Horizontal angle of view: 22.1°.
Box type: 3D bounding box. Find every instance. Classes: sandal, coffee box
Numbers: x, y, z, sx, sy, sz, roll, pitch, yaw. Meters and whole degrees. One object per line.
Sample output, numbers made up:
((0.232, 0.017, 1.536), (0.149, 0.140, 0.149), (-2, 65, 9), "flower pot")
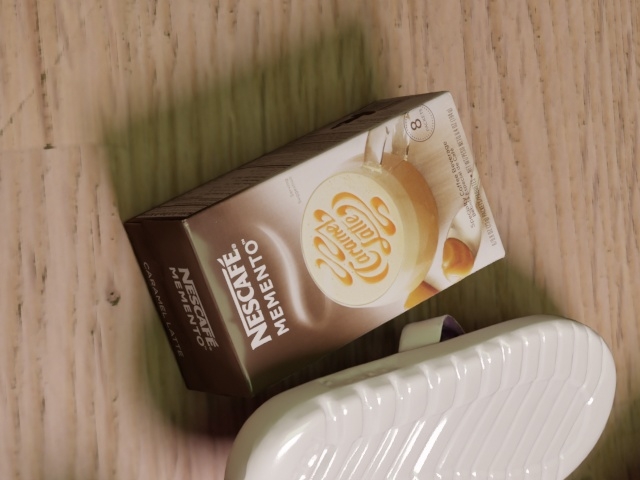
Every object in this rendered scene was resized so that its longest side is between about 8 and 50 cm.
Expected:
((0.082, 0.123, 1.253), (0.416, 0.102, 0.169), (-2, 117, -46), "sandal")
((0.000, 0.000, 1.210), (0.246, 0.098, 0.141), (-28, 105, -29), "coffee box")
